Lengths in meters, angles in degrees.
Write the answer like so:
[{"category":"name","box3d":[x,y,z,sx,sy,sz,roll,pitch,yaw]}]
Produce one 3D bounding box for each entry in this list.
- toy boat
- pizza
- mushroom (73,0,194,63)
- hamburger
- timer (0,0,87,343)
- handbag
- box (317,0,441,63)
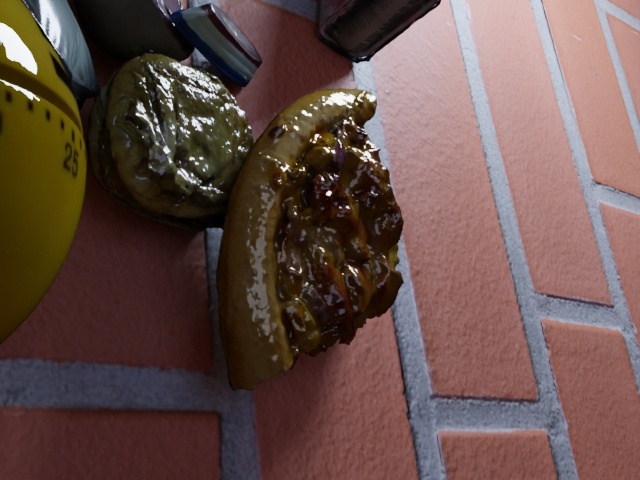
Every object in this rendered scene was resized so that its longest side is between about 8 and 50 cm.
[{"category":"toy boat","box3d":[-0.116,-0.233,0.954,0.229,0.046,0.080,19,50,-79]},{"category":"pizza","box3d":[0.000,0.000,0.917,0.278,0.114,0.409,54,48,-34]},{"category":"mushroom","box3d":[-0.218,-0.276,0.919,0.117,0.141,0.188,-13,62,-2]},{"category":"hamburger","box3d":[-0.163,-0.104,0.884,0.206,0.130,0.183,20,64,-51]},{"category":"timer","box3d":[-0.333,-0.095,0.547,0.376,0.376,0.387,3,69,-41]},{"category":"handbag","box3d":[-0.304,-0.276,0.741,0.075,0.191,0.332,-27,94,-2]},{"category":"box","box3d":[0.091,-0.465,1.245,0.112,0.190,0.369,26,52,-29]}]
